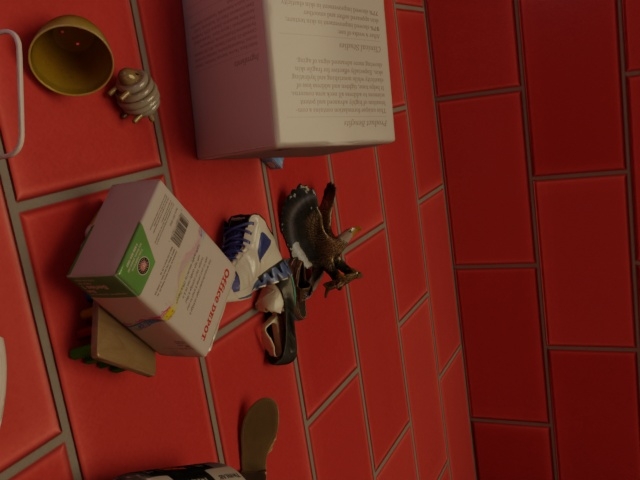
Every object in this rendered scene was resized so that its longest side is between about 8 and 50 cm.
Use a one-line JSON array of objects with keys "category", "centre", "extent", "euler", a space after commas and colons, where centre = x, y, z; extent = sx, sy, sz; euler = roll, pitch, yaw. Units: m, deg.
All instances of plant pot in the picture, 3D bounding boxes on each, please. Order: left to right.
[{"category": "plant pot", "centre": [-0.420, -0.328, 1.190], "extent": [0.134, 0.134, 0.095], "euler": [56, 13, -47]}]

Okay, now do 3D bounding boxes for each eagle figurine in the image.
[{"category": "eagle figurine", "centre": [0.010, -0.006, 1.987], "extent": [0.298, 0.225, 0.226], "euler": [59, -18, 6]}]

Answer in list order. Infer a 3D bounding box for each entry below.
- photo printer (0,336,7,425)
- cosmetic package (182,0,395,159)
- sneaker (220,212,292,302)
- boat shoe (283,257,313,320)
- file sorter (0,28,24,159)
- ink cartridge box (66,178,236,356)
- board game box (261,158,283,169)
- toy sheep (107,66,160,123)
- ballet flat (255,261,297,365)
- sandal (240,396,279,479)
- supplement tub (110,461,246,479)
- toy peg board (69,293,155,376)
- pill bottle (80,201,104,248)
[{"category": "photo printer", "centre": [-0.544, 0.218, 0.892], "extent": [0.307, 0.107, 0.256], "euler": [30, 61, -60]}, {"category": "cosmetic package", "centre": [-0.074, -0.387, 1.540], "extent": [0.329, 0.327, 0.393], "euler": [-8, 95, -39]}, {"category": "sneaker", "centre": [-0.194, 0.037, 1.616], "extent": [0.315, 0.127, 0.182], "euler": [-25, 100, -60]}, {"category": "boat shoe", "centre": [-0.059, 0.137, 1.916], "extent": [0.066, 0.066, 0.183], "euler": [-44, 126, -56]}, {"category": "file sorter", "centre": [-0.538, -0.199, 0.870], "extent": [0.278, 0.173, 0.193], "euler": [0, 87, -63]}, {"category": "ink cartridge box", "centre": [-0.287, 0.058, 1.260], "extent": [0.278, 0.117, 0.201], "euler": [56, 39, -45]}, {"category": "board game box", "centre": [-0.135, -0.315, 1.833], "extent": [0.160, 0.039, 0.211], "euler": [40, 51, -56]}, {"category": "toy sheep", "centre": [-0.352, -0.277, 1.352], "extent": [0.132, 0.091, 0.091], "euler": [74, 26, -54]}, {"category": "ballet flat", "centre": [-0.111, 0.189, 1.786], "extent": [0.096, 0.095, 0.280], "euler": [-19, 105, -50]}, {"category": "sandal", "centre": [-0.154, 0.497, 1.715], "extent": [0.079, 0.088, 0.240], "euler": [141, -44, -84]}, {"category": "supplement tub", "centre": [-0.282, 0.521, 1.280], "extent": [0.338, 0.207, 0.207], "euler": [25, 65, -61]}, {"category": "toy peg board", "centre": [-0.381, 0.161, 1.282], "extent": [0.161, 0.079, 0.160], "euler": [42, 35, -57]}, {"category": "pill bottle", "centre": [-0.386, -0.020, 1.276], "extent": [0.065, 0.065, 0.116], "euler": [63, 36, -40]}]
